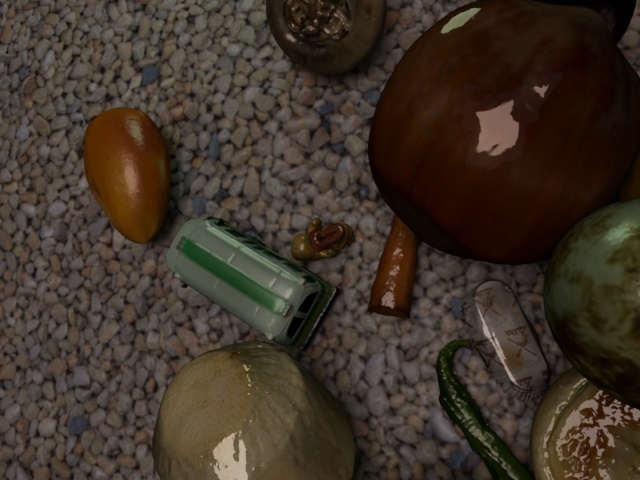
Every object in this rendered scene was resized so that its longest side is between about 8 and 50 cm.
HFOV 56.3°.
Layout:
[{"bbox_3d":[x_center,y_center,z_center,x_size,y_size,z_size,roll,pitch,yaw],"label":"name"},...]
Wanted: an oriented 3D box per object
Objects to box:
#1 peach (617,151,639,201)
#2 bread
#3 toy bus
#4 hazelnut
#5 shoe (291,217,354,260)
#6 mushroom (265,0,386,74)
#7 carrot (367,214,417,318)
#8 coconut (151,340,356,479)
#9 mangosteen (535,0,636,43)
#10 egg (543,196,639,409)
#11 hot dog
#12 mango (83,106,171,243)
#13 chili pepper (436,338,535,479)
[{"bbox_3d":[0.551,-0.088,0.837,0.251,0.153,0.251,0,86,3],"label":"peach"},{"bbox_3d":[0.435,0.296,0.796,0.305,0.159,0.305,-4,76,15],"label":"bread"},{"bbox_3d":[-0.125,0.063,1.015,0.276,0.165,0.133,29,89,19],"label":"toy bus"},{"bbox_3d":[0.250,-0.135,0.828,0.366,0.366,0.366,-3,80,17],"label":"hazelnut"},{"bbox_3d":[0.001,-0.003,1.035,0.109,0.069,0.072,-5,79,11],"label":"shoe"},{"bbox_3d":[0.002,-0.399,1.032,0.226,0.178,0.226,19,131,23],"label":"mushroom"},{"bbox_3d":[0.128,0.024,0.992,0.072,0.072,0.205,7,81,19],"label":"carrot"},{"bbox_3d":[-0.091,0.319,0.907,0.329,0.329,0.329,-3,80,17],"label":"coconut"},{"bbox_3d":[0.356,-0.380,0.924,0.228,0.228,0.265,-15,44,15],"label":"mangosteen"},{"bbox_3d":[0.398,0.084,0.677,0.289,0.238,0.238,43,95,13],"label":"egg"},{"bbox_3d":[0.286,0.152,0.918,0.099,0.053,0.192,-24,73,-3],"label":"hot dog"},{"bbox_3d":[-0.360,-0.119,1.137,0.187,0.138,0.257,-39,65,21],"label":"mango"},{"bbox_3d":[0.272,0.319,0.896,0.085,0.076,0.359,-39,71,31],"label":"chili pepper"}]
